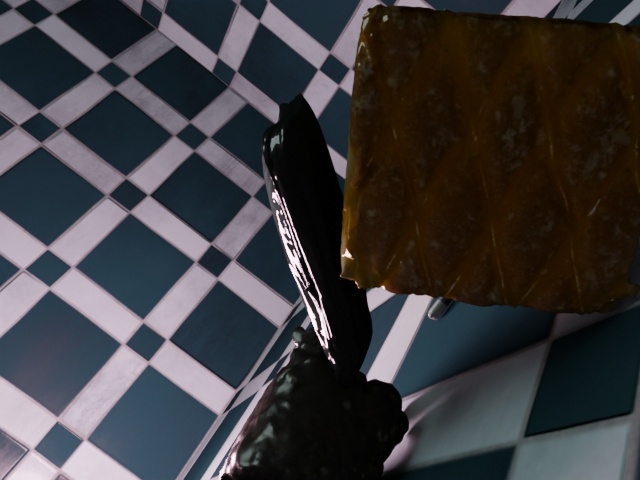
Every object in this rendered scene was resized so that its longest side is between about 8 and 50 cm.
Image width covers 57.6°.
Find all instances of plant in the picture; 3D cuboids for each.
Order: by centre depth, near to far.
[{"bbox_3d":[-0.010,0.256,0.753,0.188,0.199,0.276,-56,-1,37],"label":"plant"}]

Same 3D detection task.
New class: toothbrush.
[{"bbox_3d":[0.269,0.016,0.973,0.288,0.024,0.026,-52,18,-10],"label":"toothbrush"}]

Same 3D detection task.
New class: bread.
[{"bbox_3d":[0.168,-0.086,0.608,0.207,0.279,0.279,-71,-16,-72],"label":"bread"}]

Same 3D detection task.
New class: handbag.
[{"bbox_3d":[0.001,0.002,0.690,0.075,0.332,0.191,-12,24,8],"label":"handbag"}]
